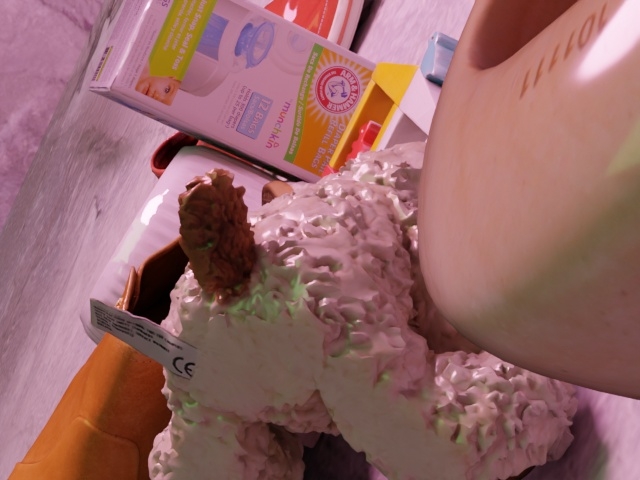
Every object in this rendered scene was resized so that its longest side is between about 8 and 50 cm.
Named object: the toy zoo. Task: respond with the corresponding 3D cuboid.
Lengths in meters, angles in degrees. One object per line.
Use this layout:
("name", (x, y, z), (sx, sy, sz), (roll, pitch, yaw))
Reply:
("toy zoo", (0.030, -0.015, 1.271), (0.293, 0.030, 0.192), (-63, 18, 11))

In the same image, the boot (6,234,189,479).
("boot", (-0.143, 0.132, 1.096), (0.211, 0.104, 0.295), (115, -178, -48))

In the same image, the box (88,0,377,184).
("box", (-0.067, -0.130, 1.412), (0.114, 0.203, 0.103), (-66, 18, -2))

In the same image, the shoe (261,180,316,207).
("shoe", (0.000, 0.000, 1.212), (0.219, 0.058, 0.077), (-155, 66, -75))

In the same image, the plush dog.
("plush dog", (0.020, 0.021, 0.968), (0.262, 0.211, 0.225), (-15, 17, 35))

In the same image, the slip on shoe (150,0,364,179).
("slip on shoe", (-0.050, -0.155, 1.566), (0.331, 0.101, 0.123), (-55, 19, 30))

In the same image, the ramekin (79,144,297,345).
("ramekin", (-0.107, 0.021, 1.410), (0.207, 0.109, 0.207), (-59, 3, 5))

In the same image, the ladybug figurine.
("ladybug figurine", (0.181, -0.114, 0.580), (0.305, 0.162, 0.449), (-43, 15, 49))
